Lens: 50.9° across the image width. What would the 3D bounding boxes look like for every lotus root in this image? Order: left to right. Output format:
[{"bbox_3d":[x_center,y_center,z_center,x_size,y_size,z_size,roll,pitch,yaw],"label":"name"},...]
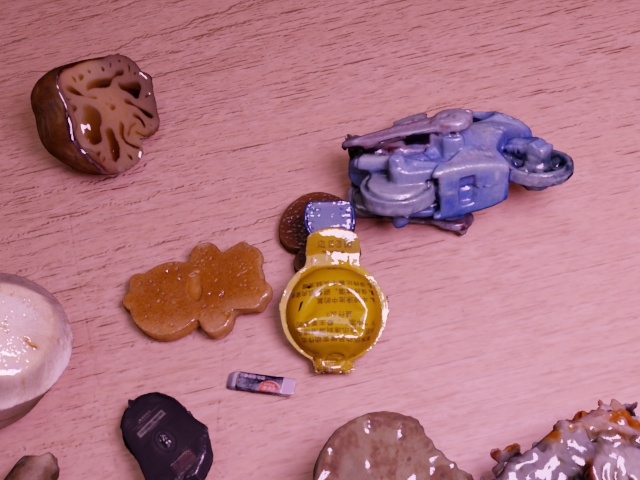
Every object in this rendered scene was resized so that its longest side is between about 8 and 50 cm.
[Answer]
[{"bbox_3d":[-0.404,-0.206,1.162,0.180,0.199,0.188,-7,12,37],"label":"lotus root"}]

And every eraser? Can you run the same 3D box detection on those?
[{"bbox_3d":[-0.083,0.200,0.938,0.099,0.019,0.027,6,60,9],"label":"eraser"}]

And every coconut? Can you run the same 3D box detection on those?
[{"bbox_3d":[-0.454,0.155,0.912,0.202,0.222,0.202,19,55,-30],"label":"coconut"}]

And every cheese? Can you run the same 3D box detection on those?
[{"bbox_3d":[0.019,0.063,0.958,0.156,0.064,0.250,0,77,-2],"label":"cheese"}]

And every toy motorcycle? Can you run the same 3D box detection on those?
[{"bbox_3d":[0.192,-0.136,1.012,0.319,0.182,0.241,-10,59,-4],"label":"toy motorcycle"}]

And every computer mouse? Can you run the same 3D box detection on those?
[{"bbox_3d":[-0.201,0.267,0.892,0.099,0.057,0.172,-44,52,-16],"label":"computer mouse"}]

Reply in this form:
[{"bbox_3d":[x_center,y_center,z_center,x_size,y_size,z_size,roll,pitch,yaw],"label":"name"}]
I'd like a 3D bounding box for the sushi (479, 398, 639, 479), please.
[{"bbox_3d":[0.335,0.363,0.696,0.417,0.176,0.418,-3,59,5],"label":"sushi"}]

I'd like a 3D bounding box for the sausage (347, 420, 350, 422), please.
[{"bbox_3d":[0.039,0.335,0.811,0.071,0.071,0.234,-2,58,6],"label":"sausage"}]

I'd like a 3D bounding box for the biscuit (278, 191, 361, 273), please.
[{"bbox_3d":[0.000,0.000,1.046,0.124,0.026,0.175,-15,58,-1],"label":"biscuit"}]

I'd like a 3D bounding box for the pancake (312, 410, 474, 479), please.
[{"bbox_3d":[0.092,0.316,0.783,0.236,0.042,0.222,30,57,-13],"label":"pancake"}]

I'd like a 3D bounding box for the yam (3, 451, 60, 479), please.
[{"bbox_3d":[-0.389,0.363,0.762,0.071,0.067,0.317,-16,22,15],"label":"yam"}]

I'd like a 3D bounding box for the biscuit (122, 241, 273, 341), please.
[{"bbox_3d":[-0.186,0.081,1.014,0.225,0.036,0.166,-19,58,-1],"label":"biscuit"}]
